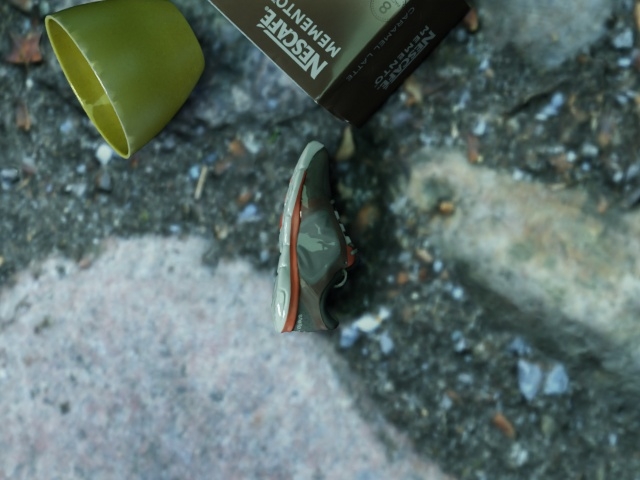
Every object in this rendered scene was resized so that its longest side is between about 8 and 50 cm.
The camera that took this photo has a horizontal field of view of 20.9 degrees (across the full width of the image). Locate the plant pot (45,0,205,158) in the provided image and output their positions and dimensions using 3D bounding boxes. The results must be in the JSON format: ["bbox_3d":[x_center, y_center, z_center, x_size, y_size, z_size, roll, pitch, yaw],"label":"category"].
[{"bbox_3d":[-0.154,-0.149,1.439,0.095,0.134,0.134,-32,69,-14],"label":"plant pot"}]

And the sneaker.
[{"bbox_3d":[0.000,0.000,1.391,0.065,0.061,0.157,8,83,-5],"label":"sneaker"}]

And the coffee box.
[{"bbox_3d":[-0.021,-0.226,1.407,0.141,0.098,0.246,-47,68,7],"label":"coffee box"}]
